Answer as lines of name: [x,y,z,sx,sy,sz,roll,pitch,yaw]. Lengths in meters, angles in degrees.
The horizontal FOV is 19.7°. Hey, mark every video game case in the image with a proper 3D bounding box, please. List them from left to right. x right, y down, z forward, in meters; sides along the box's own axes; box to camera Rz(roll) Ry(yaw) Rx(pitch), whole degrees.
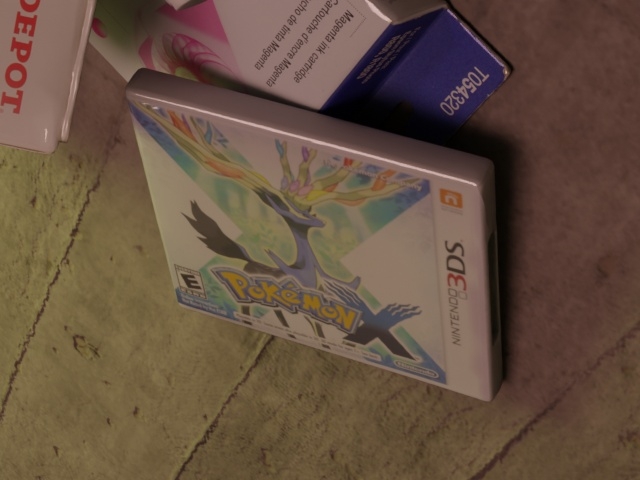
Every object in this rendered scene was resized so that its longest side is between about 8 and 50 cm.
video game case: [0.000,0.000,1.617,0.329,0.036,0.300,16,143,20]

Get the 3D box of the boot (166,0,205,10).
boot: [-0.029,-0.276,1.347,0.258,0.095,0.123,-24,93,20]

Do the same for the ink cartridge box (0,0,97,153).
ink cartridge box: [-0.364,-0.250,1.479,0.384,0.160,0.279,12,105,-7]

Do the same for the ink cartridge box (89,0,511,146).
ink cartridge box: [-0.042,-0.166,1.550,0.330,0.071,0.324,46,146,3]
